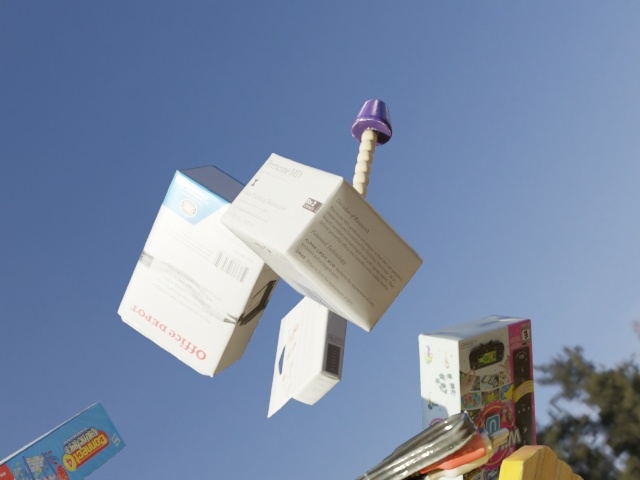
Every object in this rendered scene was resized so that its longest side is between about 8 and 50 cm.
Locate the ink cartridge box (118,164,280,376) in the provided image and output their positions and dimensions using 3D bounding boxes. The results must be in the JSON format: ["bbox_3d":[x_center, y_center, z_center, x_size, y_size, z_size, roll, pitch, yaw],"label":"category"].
[{"bbox_3d":[-0.199,0.052,1.843,0.307,0.223,0.129,-64,-16,20],"label":"ink cartridge box"}]

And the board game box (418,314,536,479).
[{"bbox_3d":[0.282,0.301,1.811,0.224,0.098,0.303,-9,-81,-43],"label":"board game box"}]

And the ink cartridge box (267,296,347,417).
[{"bbox_3d":[-0.024,0.239,2.264,0.060,0.275,0.239,22,-42,-18],"label":"ink cartridge box"}]

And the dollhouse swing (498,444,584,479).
[{"bbox_3d":[0.318,0.413,0.998,0.347,0.315,0.305,44,-113,-36],"label":"dollhouse swing"}]

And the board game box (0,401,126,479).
[{"bbox_3d":[-0.489,0.387,1.510,0.308,0.086,0.302,-32,0,19],"label":"board game box"}]

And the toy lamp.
[{"bbox_3d":[0.080,-0.139,1.824,0.080,0.080,0.274,87,-166,-55],"label":"toy lamp"}]

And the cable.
[{"bbox_3d":[0.088,0.280,1.162,0.287,0.072,0.139,-32,-10,-11],"label":"cable"}]

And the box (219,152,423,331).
[{"bbox_3d":[0.000,0.000,1.305,0.119,0.181,0.182,-52,-57,-9],"label":"box"}]
